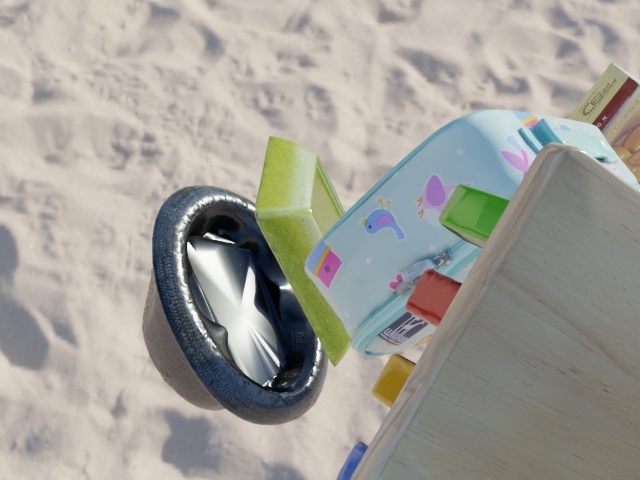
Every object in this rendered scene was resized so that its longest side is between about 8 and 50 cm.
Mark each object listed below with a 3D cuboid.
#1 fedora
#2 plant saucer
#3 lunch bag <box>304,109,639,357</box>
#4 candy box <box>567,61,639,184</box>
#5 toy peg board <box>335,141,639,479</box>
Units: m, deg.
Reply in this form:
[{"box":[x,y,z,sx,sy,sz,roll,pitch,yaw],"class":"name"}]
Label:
[{"box":[-0.139,0.100,1.463,0.334,0.153,0.334,33,41,-34],"class":"fedora"},{"box":[0.000,0.000,1.129,0.045,0.188,0.188,-20,26,13],"class":"plant saucer"},{"box":[0.135,-0.008,0.896,0.279,0.224,0.107,-6,61,-55],"class":"lunch bag"},{"box":[0.457,-0.080,1.490,0.317,0.183,0.087,26,21,-26],"class":"candy box"},{"box":[0.087,0.067,0.420,0.161,0.160,0.079,31,-2,-26],"class":"toy peg board"}]
